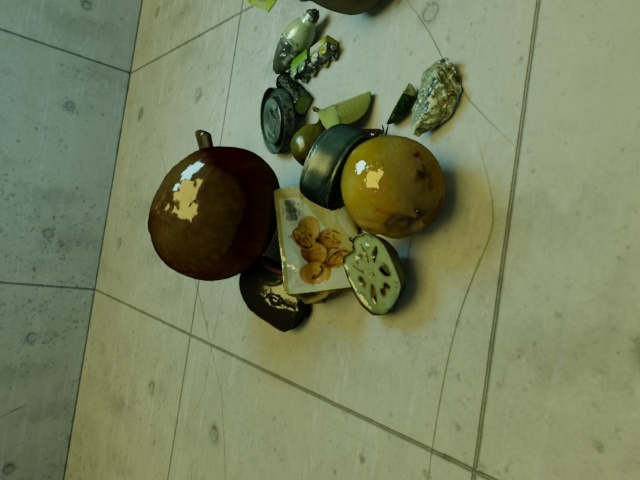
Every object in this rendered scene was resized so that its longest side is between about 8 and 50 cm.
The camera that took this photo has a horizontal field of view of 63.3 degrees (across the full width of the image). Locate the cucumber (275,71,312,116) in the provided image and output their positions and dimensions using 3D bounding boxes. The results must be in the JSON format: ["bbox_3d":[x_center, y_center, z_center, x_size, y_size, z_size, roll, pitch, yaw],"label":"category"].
[{"bbox_3d":[-0.103,-0.490,1.709,0.078,0.062,0.211,-59,43,24],"label":"cucumber"}]

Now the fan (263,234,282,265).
[{"bbox_3d":[-0.169,0.048,1.712,0.310,0.010,0.182,22,100,48],"label":"fan"}]

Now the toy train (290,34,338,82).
[{"bbox_3d":[-0.021,-0.569,1.628,0.202,0.060,0.081,-21,61,45],"label":"toy train"}]

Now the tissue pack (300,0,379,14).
[{"bbox_3d":[0.050,-0.818,1.429,0.277,0.268,0.386,-39,55,42],"label":"tissue pack"}]

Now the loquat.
[{"bbox_3d":[0.161,-0.126,1.178,0.244,0.244,0.243,-14,71,49],"label":"loquat"}]

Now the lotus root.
[{"bbox_3d":[0.143,0.074,1.254,0.183,0.078,0.203,-23,85,54],"label":"lotus root"}]

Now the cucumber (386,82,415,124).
[{"bbox_3d":[0.204,-0.335,1.314,0.107,0.035,0.067,-60,2,44],"label":"cucumber"}]

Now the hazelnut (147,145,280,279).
[{"bbox_3d":[-0.286,-0.075,1.515,0.353,0.421,0.420,28,104,37],"label":"hazelnut"}]

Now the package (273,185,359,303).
[{"bbox_3d":[-0.004,0.012,1.438,0.165,0.222,0.311,89,172,-70],"label":"package"}]

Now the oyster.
[{"bbox_3d":[0.267,-0.339,1.226,0.125,0.064,0.177,-8,76,55],"label":"oyster"}]

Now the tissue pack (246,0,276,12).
[{"bbox_3d":[-0.234,-0.951,1.945,0.062,0.095,0.175,-38,54,41],"label":"tissue pack"}]

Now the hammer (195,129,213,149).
[{"bbox_3d":[-0.370,-0.192,1.846,0.243,0.095,0.408,10,112,56],"label":"hammer"}]

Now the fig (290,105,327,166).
[{"bbox_3d":[-0.016,-0.322,1.554,0.124,0.124,0.236,-29,38,44],"label":"fig"}]

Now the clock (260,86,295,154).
[{"bbox_3d":[-0.142,-0.391,1.701,0.215,0.042,0.214,28,122,59],"label":"clock"}]

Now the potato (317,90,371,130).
[{"bbox_3d":[0.075,-0.356,1.466,0.149,0.120,0.081,17,128,69],"label":"potato"}]

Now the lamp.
[{"bbox_3d":[-0.082,-0.643,1.689,0.250,0.101,0.101,-48,48,39],"label":"lamp"}]

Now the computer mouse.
[{"bbox_3d":[-0.158,0.155,1.590,0.323,0.116,0.182,25,107,47],"label":"computer mouse"}]

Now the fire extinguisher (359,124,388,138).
[{"bbox_3d":[0.124,-0.279,1.400,0.158,0.043,0.064,15,106,52],"label":"fire extinguisher"}]

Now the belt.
[{"bbox_3d":[0.047,-0.192,1.317,0.116,0.267,0.206,28,124,17],"label":"belt"}]
